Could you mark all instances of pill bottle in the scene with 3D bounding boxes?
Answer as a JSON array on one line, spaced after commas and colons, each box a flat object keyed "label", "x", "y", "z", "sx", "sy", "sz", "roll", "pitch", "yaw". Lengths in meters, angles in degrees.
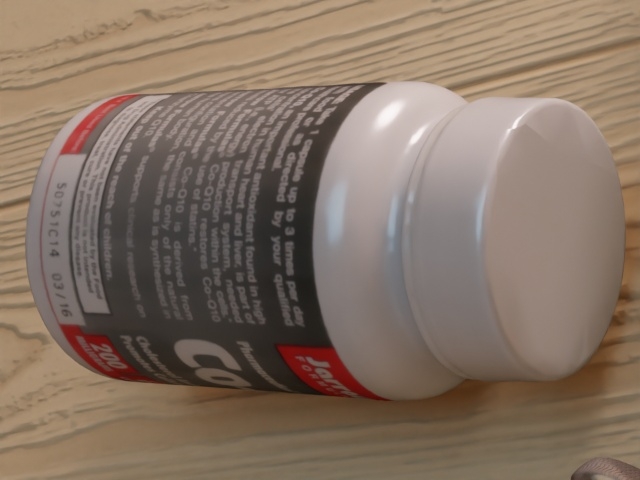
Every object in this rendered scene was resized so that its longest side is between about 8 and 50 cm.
[{"label": "pill bottle", "x": 0.000, "y": 0.000, "z": 0.996, "sx": 0.283, "sy": 0.161, "sz": 0.161, "roll": 1, "pitch": 71, "yaw": 37}]

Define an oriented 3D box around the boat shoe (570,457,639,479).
[{"label": "boat shoe", "x": 0.185, "y": 0.223, "z": 0.794, "sx": 0.116, "sy": 0.123, "sz": 0.324, "roll": -48, "pitch": 49, "yaw": 13}]
